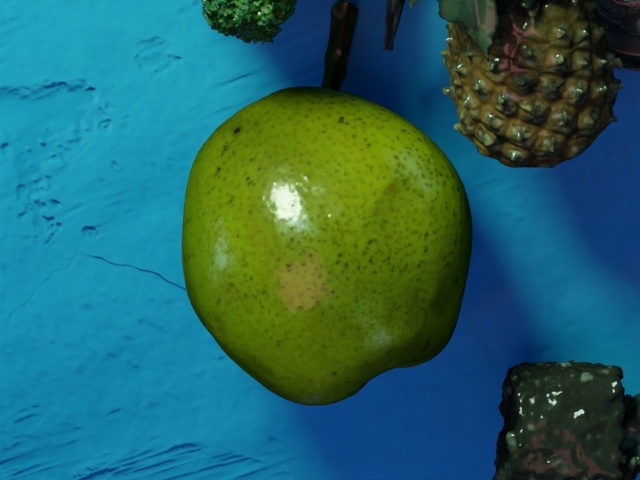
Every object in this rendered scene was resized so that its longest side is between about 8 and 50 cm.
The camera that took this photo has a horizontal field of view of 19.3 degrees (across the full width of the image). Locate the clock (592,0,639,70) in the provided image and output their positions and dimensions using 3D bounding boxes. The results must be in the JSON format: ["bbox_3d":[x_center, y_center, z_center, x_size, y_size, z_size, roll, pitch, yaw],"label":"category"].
[{"bbox_3d":[0.297,-0.255,1.666,0.215,0.042,0.215,7,119,12],"label":"clock"}]

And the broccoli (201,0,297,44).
[{"bbox_3d":[-0.046,-0.307,1.640,0.242,0.261,0.269,13,95,-21],"label":"broccoli"}]

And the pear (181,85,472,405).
[{"bbox_3d":[0.000,0.000,1.759,0.294,0.294,0.294,7,119,12],"label":"pear"}]

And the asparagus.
[{"bbox_3d":[0.016,-0.182,1.794,0.025,0.021,0.108,17,121,11],"label":"asparagus"}]

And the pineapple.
[{"bbox_3d":[0.149,-0.228,1.564,0.166,0.165,0.364,-5,134,18],"label":"pineapple"}]

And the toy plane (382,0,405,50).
[{"bbox_3d":[0.090,-0.248,1.636,0.058,0.226,0.226,47,126,25],"label":"toy plane"}]

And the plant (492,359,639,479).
[{"bbox_3d":[0.310,0.200,1.852,0.275,0.149,0.146,13,95,1],"label":"plant"}]
